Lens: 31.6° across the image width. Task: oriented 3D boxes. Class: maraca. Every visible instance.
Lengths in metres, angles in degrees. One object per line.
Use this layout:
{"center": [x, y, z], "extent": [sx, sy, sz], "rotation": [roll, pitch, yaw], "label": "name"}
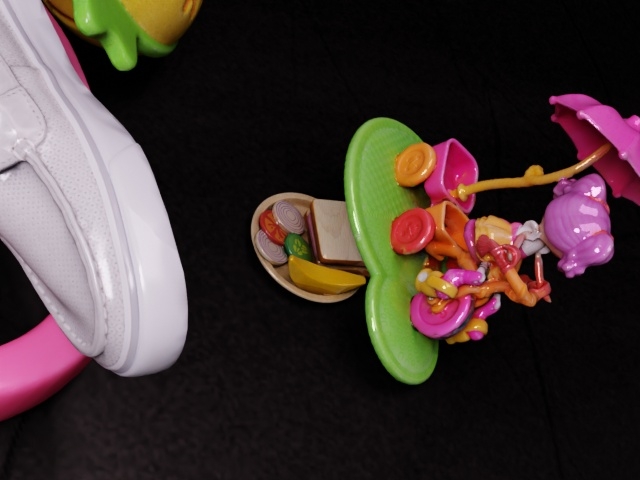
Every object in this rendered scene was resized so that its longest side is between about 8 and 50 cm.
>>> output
{"center": [-0.119, -0.159, 0.641], "extent": [0.127, 0.099, 0.186], "rotation": [60, 15, -17], "label": "maraca"}

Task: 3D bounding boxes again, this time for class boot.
{"center": [-0.163, -0.040, 0.486], "extent": [0.123, 0.095, 0.258], "rotation": [-13, 57, -36], "label": "boot"}

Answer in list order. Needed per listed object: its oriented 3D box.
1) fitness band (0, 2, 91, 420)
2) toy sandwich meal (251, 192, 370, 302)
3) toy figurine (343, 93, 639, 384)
{"center": [-0.204, -0.047, 0.549], "extent": [0.209, 0.054, 0.291], "rotation": [-5, 61, -37], "label": "fitness band"}
{"center": [0.000, 0.000, 0.667], "extent": [0.085, 0.029, 0.086], "rotation": [18, 49, -22], "label": "toy sandwich meal"}
{"center": [0.112, -0.014, 0.637], "extent": [0.130, 0.159, 0.173], "rotation": [39, 46, -40], "label": "toy figurine"}
